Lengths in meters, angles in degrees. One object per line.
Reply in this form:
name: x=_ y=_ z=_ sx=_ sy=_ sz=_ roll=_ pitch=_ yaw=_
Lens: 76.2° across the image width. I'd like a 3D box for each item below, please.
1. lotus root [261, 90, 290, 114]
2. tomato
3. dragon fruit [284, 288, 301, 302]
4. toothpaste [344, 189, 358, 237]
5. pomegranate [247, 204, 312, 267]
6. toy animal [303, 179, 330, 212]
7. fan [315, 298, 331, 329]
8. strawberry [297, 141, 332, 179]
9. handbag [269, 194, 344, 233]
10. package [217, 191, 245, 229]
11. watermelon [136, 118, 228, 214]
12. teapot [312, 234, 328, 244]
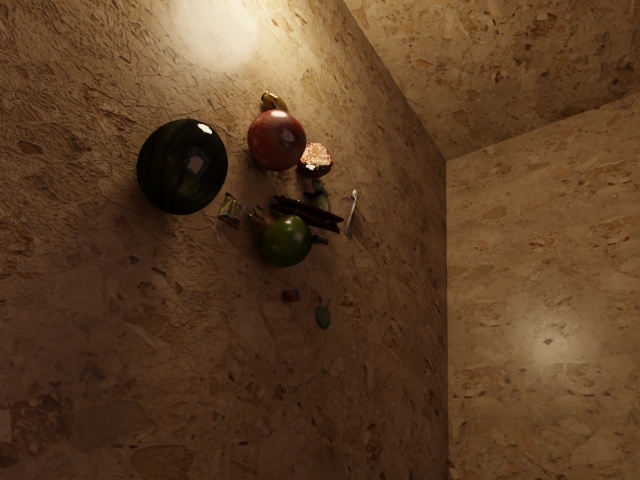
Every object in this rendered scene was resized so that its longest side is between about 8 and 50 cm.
lotus root: x=-0.196 y=-0.617 z=2.012 sx=0.258 sy=0.097 sz=0.110 roll=58 pitch=35 yaw=-26
tomato: x=-0.187 y=-0.441 z=1.812 sx=0.270 sy=0.227 sz=0.270 roll=-5 pitch=99 yaw=-36
dragon fruit: x=-0.129 y=0.244 z=1.782 sx=0.083 sy=0.060 sz=0.056 roll=7 pitch=72 yaw=-63
toothpaste: x=0.185 y=-0.164 z=2.387 sx=0.075 sy=0.048 sz=0.301 roll=66 pitch=31 yaw=-62
pomegranate: x=-0.174 y=-0.027 z=1.711 sx=0.302 sy=0.236 sz=0.236 roll=48 pitch=41 yaw=-14
toy animal: x=-0.012 y=-0.202 z=2.070 sx=0.094 sy=0.121 sz=0.225 roll=14 pitch=64 yaw=-50
fan: x=0.024 y=0.351 z=1.993 sx=0.113 sy=0.005 sz=0.175 roll=53 pitch=40 yaw=-26
strawberry: x=-0.033 y=-0.397 z=2.101 sx=0.286 sy=0.188 sz=0.106 roll=-85 pitch=-178 yaw=-50
handbag: x=-0.059 y=-0.119 z=1.858 sx=0.275 sy=0.260 sz=0.084 roll=23 pitch=88 yaw=-45
package: x=-0.356 y=-0.119 z=1.645 sx=0.108 sy=0.031 sz=0.121 roll=35 pitch=55 yaw=-41
watermelon: x=-0.450 y=-0.254 z=1.358 sx=0.279 sy=0.279 sz=0.359 roll=45 pitch=39 yaw=-34
teapot: x=0.000 y=0.000 z=2.077 sx=0.110 sy=0.043 sz=0.043 roll=17 pitch=63 yaw=-55
